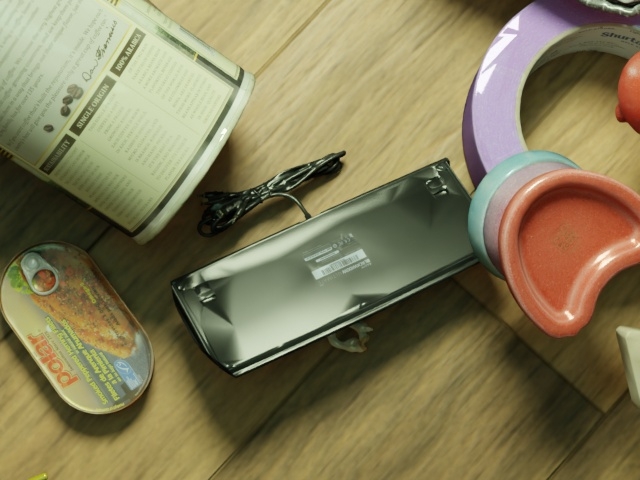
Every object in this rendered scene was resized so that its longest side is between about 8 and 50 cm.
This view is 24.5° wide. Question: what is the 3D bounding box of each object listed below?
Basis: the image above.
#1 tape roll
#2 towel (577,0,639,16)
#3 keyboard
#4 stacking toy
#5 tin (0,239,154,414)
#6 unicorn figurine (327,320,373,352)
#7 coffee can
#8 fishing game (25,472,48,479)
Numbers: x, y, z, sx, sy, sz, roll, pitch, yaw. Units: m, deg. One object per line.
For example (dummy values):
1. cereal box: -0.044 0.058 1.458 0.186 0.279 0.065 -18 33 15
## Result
1. tape roll: 0.285 -0.117 1.491 0.274 0.090 0.275 0 80 -2
2. towel: 0.237 -0.361 1.467 0.283 0.121 0.235 28 44 3
3. keyboard: 0.000 0.000 1.462 0.317 0.033 0.201 -24 62 -15
4. stacking toy: 0.306 -0.020 1.404 0.309 0.130 0.279 -39 110 -4
5. tin: -0.243 0.088 1.471 0.106 0.040 0.190 -35 83 -11
6. unicorn figurine: 0.011 0.059 1.476 0.111 0.060 0.162 33 67 13
7. coffee can: -0.229 -0.152 1.390 0.275 0.201 0.201 34 81 -13
8. fishing game: -0.276 0.366 1.422 0.189 0.041 0.264 -17 84 -5
